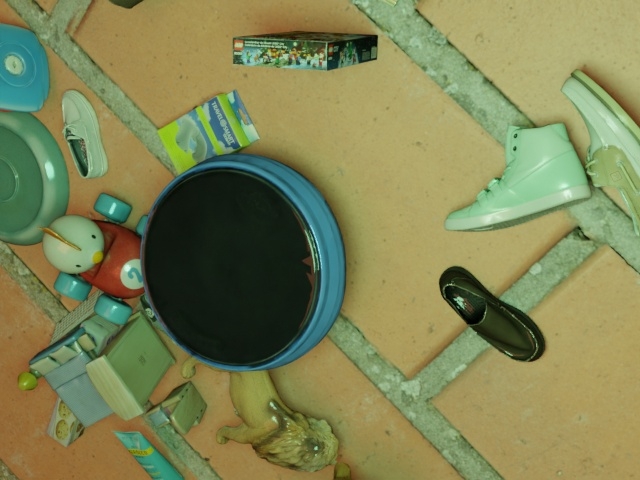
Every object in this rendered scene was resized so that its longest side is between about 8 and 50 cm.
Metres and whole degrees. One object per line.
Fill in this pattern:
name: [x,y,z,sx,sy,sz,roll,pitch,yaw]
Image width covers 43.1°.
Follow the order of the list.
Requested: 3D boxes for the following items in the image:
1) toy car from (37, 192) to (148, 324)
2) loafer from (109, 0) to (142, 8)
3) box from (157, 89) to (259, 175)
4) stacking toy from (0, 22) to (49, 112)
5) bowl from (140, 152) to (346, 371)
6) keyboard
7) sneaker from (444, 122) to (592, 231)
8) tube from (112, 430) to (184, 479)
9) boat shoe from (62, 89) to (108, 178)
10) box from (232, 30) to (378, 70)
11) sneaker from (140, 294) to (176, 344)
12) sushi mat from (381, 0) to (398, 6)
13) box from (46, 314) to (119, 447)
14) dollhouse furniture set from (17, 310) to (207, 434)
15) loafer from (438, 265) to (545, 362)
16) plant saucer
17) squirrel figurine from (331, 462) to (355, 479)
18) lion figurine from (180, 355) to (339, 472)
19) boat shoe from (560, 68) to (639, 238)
toy car: [-0.439,0.022,1.552,0.210,0.238,0.219,27,88,18]
loafer: [-0.328,-0.488,1.471,0.366,0.134,0.130,13,114,30]
box: [-0.215,-0.200,1.542,0.178,0.042,0.109,-24,94,28]
stacking toy: [-0.717,-0.327,1.677,0.302,0.166,0.175,-9,86,36]
bowl: [-0.147,0.044,1.418,0.391,0.077,0.391,4,99,23]
keyboard: [-0.507,0.147,1.754,0.256,0.072,0.014,-36,116,28]
sneaker: [0.306,-0.103,1.326,0.256,0.094,0.151,-20,77,38]
tube: [-0.364,0.470,1.742,0.080,0.052,0.207,-9,129,27]
boat shoe: [-0.492,-0.213,1.646,0.066,0.063,0.184,-6,103,25]
box: [-0.019,-0.311,1.316,0.159,0.233,0.044,9,109,21]
sneaker: [-0.306,0.095,1.643,0.132,0.086,0.229,26,114,17]
sushi mat: [0.027,-0.530,1.355,0.316,0.019,0.151,32,116,12]
box: [-0.536,0.318,1.817,0.067,0.063,0.324,30,114,11]
dollhouse furniture set: [-0.454,0.339,1.662,0.303,0.198,0.286,-27,104,19]
loafer: [0.287,0.138,1.398,0.220,0.078,0.080,38,116,10]
plant saucer: [-0.689,-0.137,1.767,0.317,0.043,0.318,7,107,23]
squirrel figurine: [0.023,0.615,1.523,0.397,0.281,0.370,-3,115,34]
lion figurine: [-0.129,0.285,1.559,0.240,0.142,0.392,-8,119,43]
boat shoe: [0.455,-0.120,1.231,0.103,0.113,0.302,-39,88,20]
